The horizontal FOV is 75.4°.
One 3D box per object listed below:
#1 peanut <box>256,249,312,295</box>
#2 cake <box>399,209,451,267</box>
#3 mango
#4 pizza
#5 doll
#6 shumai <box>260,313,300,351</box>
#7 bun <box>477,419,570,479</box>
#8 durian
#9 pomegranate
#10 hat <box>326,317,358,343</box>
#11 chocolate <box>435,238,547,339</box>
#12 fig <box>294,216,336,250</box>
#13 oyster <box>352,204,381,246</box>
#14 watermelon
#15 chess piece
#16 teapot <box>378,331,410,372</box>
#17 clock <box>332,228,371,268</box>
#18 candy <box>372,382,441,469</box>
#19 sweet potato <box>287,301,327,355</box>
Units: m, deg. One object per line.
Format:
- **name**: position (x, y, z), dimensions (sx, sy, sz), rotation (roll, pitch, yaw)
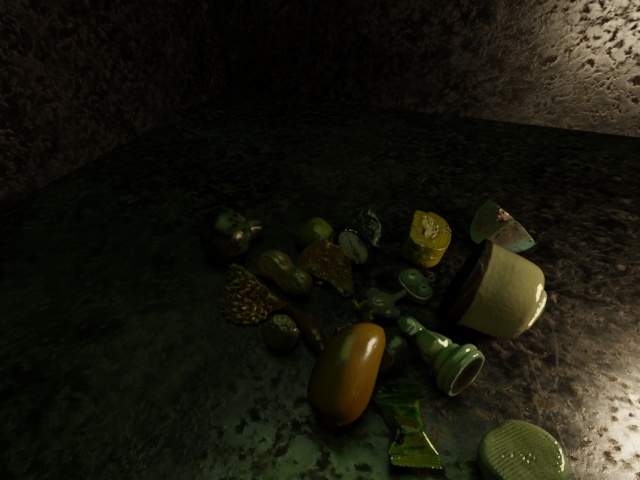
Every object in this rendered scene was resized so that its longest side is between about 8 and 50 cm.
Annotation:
- **peanut**: position (-0.143, 0.126, 1.656), dimensions (0.120, 0.136, 0.298), rotation (-32, 47, -34)
- **cake**: position (0.458, -0.011, 1.798), dimensions (0.179, 0.156, 0.260), rotation (22, 46, 4)
- **mango**: position (0.081, 0.379, 1.206), dimensions (0.173, 0.211, 0.317), rotation (16, 71, 45)
- **pizza**: position (0.044, 0.111, 1.671), dimensions (0.297, 0.071, 0.189), rotation (34, 89, 28)
- **doll**: position (0.292, 0.208, 1.566), dimensions (0.365, 0.094, 0.160), rotation (-22, 45, -24)
- **shumai**: position (-0.126, 0.311, 1.435), dimensions (0.145, 0.146, 0.116), rotation (17, 23, 23)
- **bun**: position (0.518, 0.576, 1.063), dimensions (0.221, 0.108, 0.221), rotation (-5, 30, 3)
- **durian**: position (-0.293, 0.219, 1.580), dimensions (0.305, 0.185, 0.195), rotation (36, 74, 30)
- **pomegranate**: position (-0.378, -0.017, 1.816), dimensions (0.306, 0.242, 0.242), rotation (13, 25, -37)
- **hat**: position (0.098, 0.325, 1.411), dimensions (0.128, 0.140, 0.227), rotation (18, 12, 9)
- **chocolate**: position (0.600, 0.194, 1.411), dimensions (0.297, 0.314, 0.326), rotation (35, 84, 15)
- **fig**: position (-0.014, -0.010, 1.806), dimensions (0.167, 0.167, 0.233), rotation (-21, 28, -24)
- **oyster**: position (0.210, -0.057, 1.893), dimensions (0.087, 0.199, 0.252), rotation (0, 67, -22)
- **watermelon**: position (0.793, -0.018, 1.823), dimensions (0.175, 0.188, 0.322), rotation (39, 23, -21)
- **chess piece**: position (0.355, 0.337, 1.331), dimensions (0.175, 0.176, 0.298), rotation (-24, 40, -26)
- **teapot**: position (0.205, 0.364, 1.341), dimensions (0.165, 0.130, 0.119), rotation (-12, -3, 45)
- **clock**: position (0.137, 0.032, 1.763), dimensions (0.184, 0.040, 0.184), rotation (23, 45, -25)
- **candy**: position (0.237, 0.524, 1.174), dimensions (0.149, 0.069, 0.246), rotation (0, 32, -6)
- **sweet potato**: position (-0.037, 0.312, 1.459), dimensions (0.072, 0.066, 0.314), rotation (-45, 45, 4)
